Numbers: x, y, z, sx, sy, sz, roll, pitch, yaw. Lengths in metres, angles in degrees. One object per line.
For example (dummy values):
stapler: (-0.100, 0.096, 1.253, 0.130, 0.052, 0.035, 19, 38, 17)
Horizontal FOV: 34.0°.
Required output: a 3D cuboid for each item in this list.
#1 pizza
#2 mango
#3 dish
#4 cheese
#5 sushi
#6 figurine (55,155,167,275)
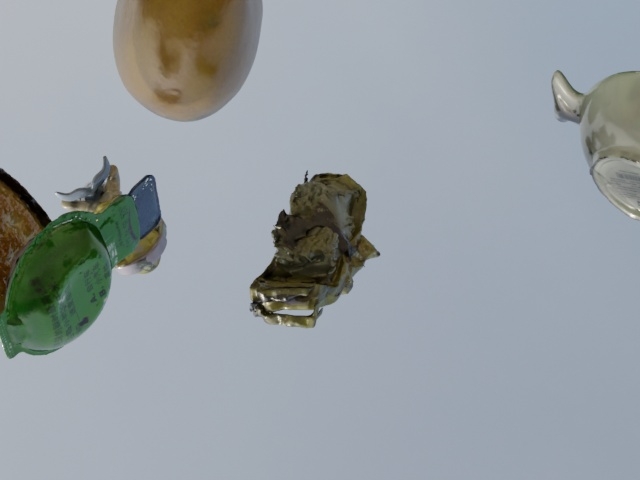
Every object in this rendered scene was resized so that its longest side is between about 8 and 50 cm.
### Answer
pizza: (-0.432, 0.039, 1.402, 0.074, 0.251, 0.288, -13, -113, 30)
mango: (-0.200, -0.333, 1.599, 0.232, 0.300, 0.445, 13, 180, -11)
dish: (0.327, -0.082, 1.065, 0.246, 0.224, 0.078, 28, -110, 29)
cheese: (-0.316, 0.031, 1.396, 0.083, 0.204, 0.320, 20, -133, 22)
sushi: (0.001, 0.006, 1.469, 0.139, 0.131, 0.291, 5, -146, 16)
figurine: (-0.322, -0.030, 1.643, 0.128, 0.208, 0.184, -39, -135, -7)
